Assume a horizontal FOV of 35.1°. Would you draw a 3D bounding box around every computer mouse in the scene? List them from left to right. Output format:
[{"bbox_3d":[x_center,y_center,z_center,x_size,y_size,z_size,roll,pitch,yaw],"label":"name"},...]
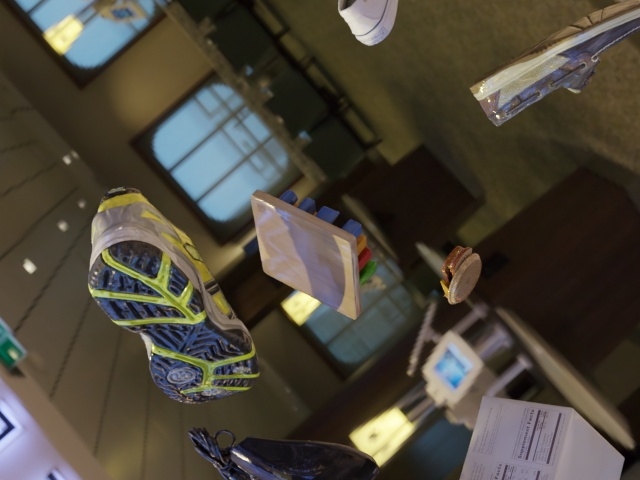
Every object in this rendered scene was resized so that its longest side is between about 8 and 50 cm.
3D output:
[{"bbox_3d":[-0.048,0.337,1.451,0.272,0.072,0.188,-2,147,26],"label":"computer mouse"}]

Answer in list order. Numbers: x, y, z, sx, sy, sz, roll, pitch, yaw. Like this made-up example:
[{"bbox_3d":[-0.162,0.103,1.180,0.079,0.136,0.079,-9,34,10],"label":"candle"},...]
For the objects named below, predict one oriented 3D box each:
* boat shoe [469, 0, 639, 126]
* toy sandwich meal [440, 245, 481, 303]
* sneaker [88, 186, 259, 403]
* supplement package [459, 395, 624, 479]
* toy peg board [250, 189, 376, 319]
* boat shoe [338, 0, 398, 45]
[{"bbox_3d":[0.291,-0.209,1.204,0.073,0.223,0.080,60,-163,-13],"label":"boat shoe"},{"bbox_3d":[0.189,0.048,1.383,0.029,0.085,0.085,29,169,28],"label":"toy sandwich meal"},{"bbox_3d":[-0.175,0.079,1.294,0.385,0.145,0.147,72,-176,-51],"label":"sneaker"},{"bbox_3d":[0.295,0.382,1.412,0.145,0.262,0.204,3,153,40],"label":"supplement package"},{"bbox_3d":[0.000,0.000,1.365,0.161,0.079,0.161,26,145,26],"label":"toy peg board"},{"bbox_3d":[0.070,-0.369,1.357,0.076,0.083,0.226,38,-136,-39],"label":"boat shoe"}]
